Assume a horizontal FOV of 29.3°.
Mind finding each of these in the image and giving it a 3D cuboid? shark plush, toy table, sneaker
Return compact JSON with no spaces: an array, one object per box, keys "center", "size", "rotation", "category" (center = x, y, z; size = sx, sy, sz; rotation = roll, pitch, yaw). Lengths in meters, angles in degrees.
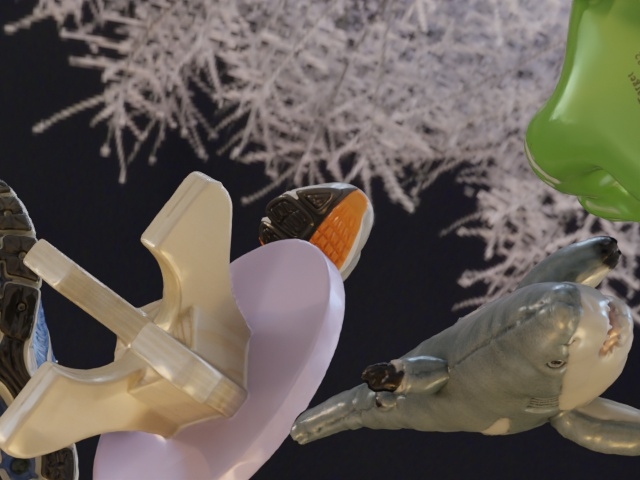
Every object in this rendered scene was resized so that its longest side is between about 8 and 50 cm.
[{"center":[0.043,0.039,0.427],"size":[0.067,0.161,0.073],"rotation":[2,-97,-41],"category":"shark plush"},{"center":[-0.121,0.084,0.970],"size":[0.252,0.161,0.274],"rotation":[14,-112,44],"category":"toy table"},{"center":[0.000,0.000,1.245],"size":[0.121,0.262,0.099],"rotation":[-30,-98,-32],"category":"sneaker"},{"center":[-0.305,0.098,1.112],"size":[0.129,0.147,0.330],"rotation":[-10,-95,-16],"category":"sneaker"}]

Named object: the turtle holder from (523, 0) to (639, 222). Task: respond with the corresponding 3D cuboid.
[{"center":[0.253,-0.094,0.617],"size":[0.227,0.320,0.243],"rotation":[-3,-142,-39],"category":"turtle holder"}]
